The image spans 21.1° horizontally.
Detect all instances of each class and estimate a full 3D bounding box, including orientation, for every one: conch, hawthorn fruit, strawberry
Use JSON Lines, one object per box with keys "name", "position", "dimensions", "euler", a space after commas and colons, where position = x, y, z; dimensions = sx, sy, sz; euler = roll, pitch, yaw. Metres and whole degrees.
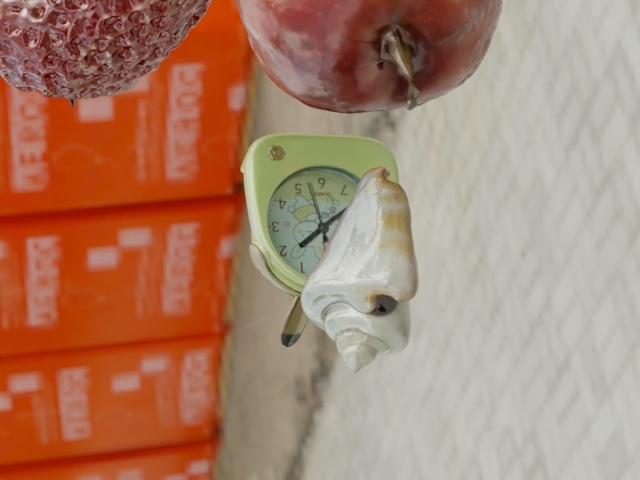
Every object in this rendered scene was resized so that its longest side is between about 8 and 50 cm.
{"name": "conch", "position": [0.046, 0.021, 1.384], "dimensions": [0.104, 0.094, 0.176], "euler": [73, -141, -62]}
{"name": "hawthorn fruit", "position": [0.048, -0.197, 1.432], "dimensions": [0.272, 0.242, 0.242], "euler": [-103, 13, -53]}
{"name": "strawberry", "position": [-0.284, -0.326, 2.130], "dimensions": [0.310, 0.292, 0.292], "euler": [-48, 36, 26]}

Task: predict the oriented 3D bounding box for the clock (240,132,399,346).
{"name": "clock", "position": [0.000, 0.000, 1.859], "dimensions": [0.069, 0.170, 0.232], "euler": [129, 142, -68]}
